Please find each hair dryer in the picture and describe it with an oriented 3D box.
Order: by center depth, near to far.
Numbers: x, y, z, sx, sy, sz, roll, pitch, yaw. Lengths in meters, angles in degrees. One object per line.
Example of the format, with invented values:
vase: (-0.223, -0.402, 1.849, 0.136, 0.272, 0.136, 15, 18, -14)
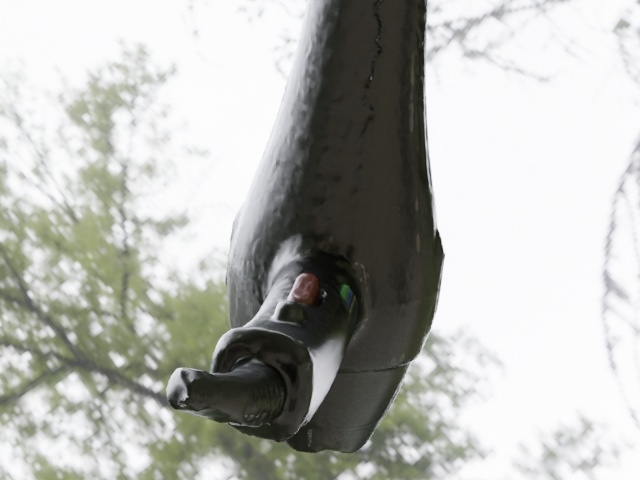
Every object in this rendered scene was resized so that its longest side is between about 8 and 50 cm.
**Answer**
hair dryer: (0.000, 0.000, 0.561, 0.091, 0.272, 0.235, 9, -73, 5)
